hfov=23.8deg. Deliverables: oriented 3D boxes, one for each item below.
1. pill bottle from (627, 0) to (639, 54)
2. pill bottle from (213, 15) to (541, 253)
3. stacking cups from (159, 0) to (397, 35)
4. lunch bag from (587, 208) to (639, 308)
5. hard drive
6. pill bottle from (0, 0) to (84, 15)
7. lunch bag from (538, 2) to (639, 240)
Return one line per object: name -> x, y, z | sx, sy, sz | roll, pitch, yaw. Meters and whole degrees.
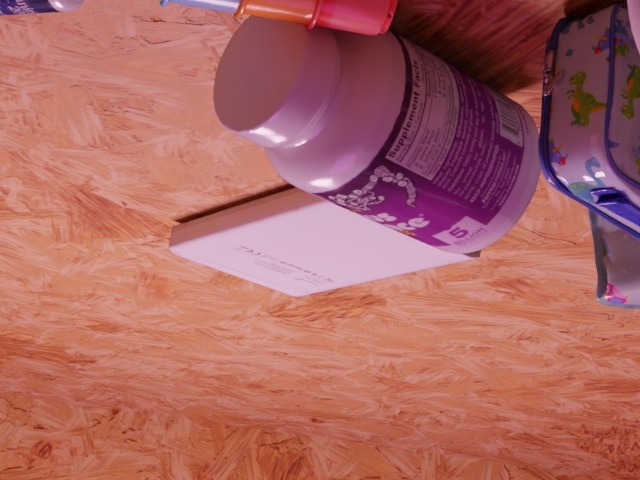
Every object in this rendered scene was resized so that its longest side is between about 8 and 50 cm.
pill bottle -> 0.393, -0.174, 0.943 | 0.361, 0.204, 0.204 | 6, 165, 41
pill bottle -> 0.053, -0.106, 1.418 | 0.301, 0.169, 0.169 | 23, 156, -38
stacking cups -> -0.091, -0.230, 1.242 | 0.316, 0.096, 0.096 | 8, 162, -10
lunch bag -> 0.441, 0.003, 1.618 | 0.223, 0.160, 0.262 | -12, 165, 37
hard drive -> 0.000, 0.000, 1.948 | 0.233, 0.047, 0.353 | 21, 158, -35
pill bottle -> -0.243, -0.231, 1.322 | 0.120, 0.067, 0.067 | 0, 160, 21
lunch bag -> 0.283, -0.096, 1.347 | 0.090, 0.176, 0.219 | -11, 155, 43
